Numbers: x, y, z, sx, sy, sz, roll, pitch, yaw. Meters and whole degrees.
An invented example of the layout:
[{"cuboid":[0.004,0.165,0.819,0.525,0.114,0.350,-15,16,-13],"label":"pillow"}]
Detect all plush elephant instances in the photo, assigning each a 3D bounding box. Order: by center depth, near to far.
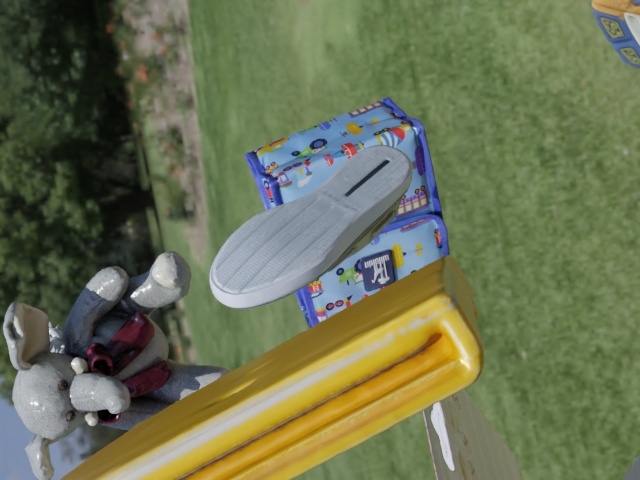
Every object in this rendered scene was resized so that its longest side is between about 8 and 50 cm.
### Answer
[{"cuboid":[-0.325,0.192,1.628,0.255,0.330,0.271,-54,-46,-61],"label":"plush elephant"}]

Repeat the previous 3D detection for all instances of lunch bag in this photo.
[{"cuboid":[0.052,-0.016,1.581,0.138,0.221,0.293,-128,18,-60],"label":"lunch bag"}]

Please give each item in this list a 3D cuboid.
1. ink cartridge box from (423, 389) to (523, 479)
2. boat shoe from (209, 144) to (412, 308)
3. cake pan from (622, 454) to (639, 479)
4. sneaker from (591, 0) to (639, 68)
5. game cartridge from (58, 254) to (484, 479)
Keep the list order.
[{"cuboid":[0.184,0.332,1.471,0.385,0.091,0.308,50,-159,-39],"label":"ink cartridge box"},{"cuboid":[0.000,0.000,1.342,0.109,0.302,0.094,38,149,31],"label":"boat shoe"},{"cuboid":[0.414,0.340,1.226,0.293,0.054,0.293,-28,58,60],"label":"cake pan"},{"cuboid":[0.350,-0.157,0.992,0.112,0.131,0.296,9,145,47],"label":"sneaker"},{"cuboid":[-0.030,0.103,0.719,0.052,0.285,0.324,61,-172,2],"label":"game cartridge"}]
